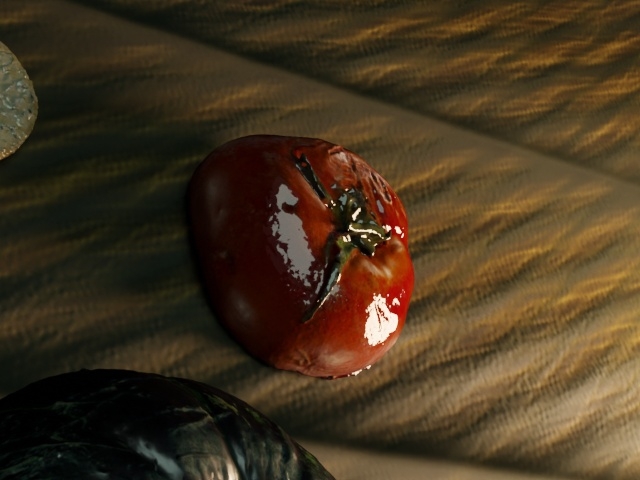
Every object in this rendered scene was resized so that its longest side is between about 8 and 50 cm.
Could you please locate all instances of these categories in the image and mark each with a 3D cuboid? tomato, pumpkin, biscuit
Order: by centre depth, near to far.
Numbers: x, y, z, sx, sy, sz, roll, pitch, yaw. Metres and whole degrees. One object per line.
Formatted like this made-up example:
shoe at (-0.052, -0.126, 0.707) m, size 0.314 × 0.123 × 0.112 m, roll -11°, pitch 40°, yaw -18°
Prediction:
pumpkin at (-0.114, 0.228, 0.868) m, size 0.315 × 0.238 × 0.315 m, roll 18°, pitch 64°, yaw -42°
biscuit at (-0.285, -0.118, 1.155) m, size 0.152 × 0.020 × 0.152 m, roll 23°, pitch 46°, yaw -26°
tomato at (0.001, -0.004, 1.266) m, size 0.228 × 0.101 × 0.228 m, roll 27°, pitch 43°, yaw -28°
